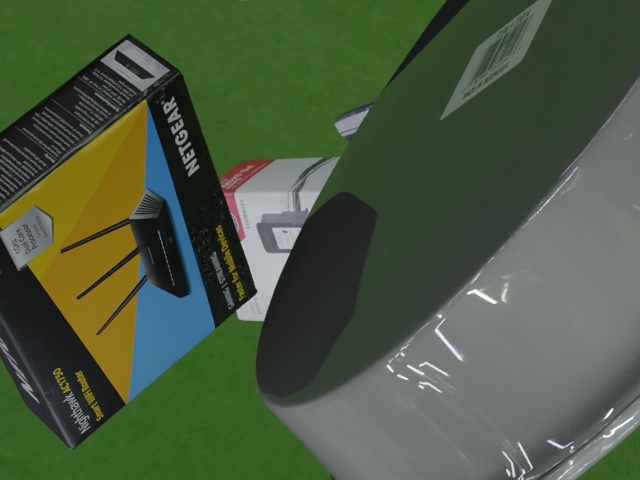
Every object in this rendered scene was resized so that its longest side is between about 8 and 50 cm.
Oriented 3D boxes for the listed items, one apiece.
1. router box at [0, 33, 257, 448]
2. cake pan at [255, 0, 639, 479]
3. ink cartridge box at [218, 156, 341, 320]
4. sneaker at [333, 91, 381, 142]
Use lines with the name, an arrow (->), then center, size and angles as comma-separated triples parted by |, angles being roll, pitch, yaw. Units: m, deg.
router box -> -0.109, 0.005, 0.902 | 0.133, 0.179, 0.046 | -41, 55, -18
cake pan -> 0.075, -0.040, 0.568 | 0.054, 0.293, 0.293 | 35, 99, -12
ink cartridge box -> 0.000, 0.000, 1.335 | 0.150, 0.063, 0.109 | 0, 115, 38
sneaker -> 0.114, -0.051, 1.411 | 0.226, 0.086, 0.163 | -6, 110, 48
